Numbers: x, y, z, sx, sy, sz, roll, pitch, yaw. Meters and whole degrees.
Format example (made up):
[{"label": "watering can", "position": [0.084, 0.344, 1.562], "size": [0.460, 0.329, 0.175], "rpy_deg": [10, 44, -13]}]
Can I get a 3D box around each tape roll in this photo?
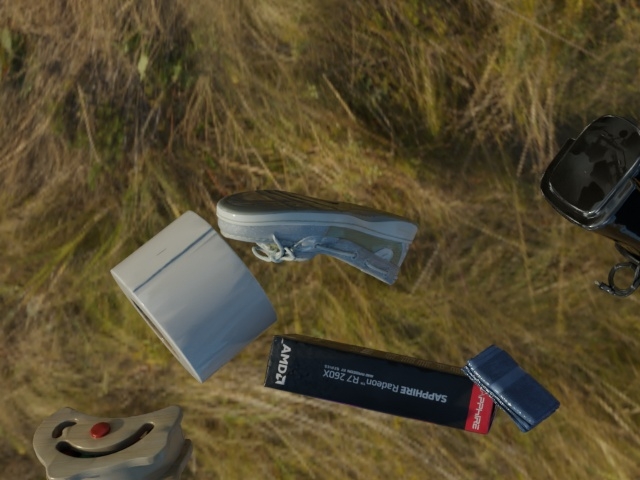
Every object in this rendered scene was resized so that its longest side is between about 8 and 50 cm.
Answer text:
[{"label": "tape roll", "position": [-0.212, 0.094, 1.714], "size": [0.169, 0.246, 0.246], "rpy_deg": [-40, 127, -12]}]

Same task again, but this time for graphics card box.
[{"label": "graphics card box", "position": [0.107, 0.234, 1.710], "size": [0.370, 0.233, 0.094], "rpy_deg": [12, 88, 8]}]

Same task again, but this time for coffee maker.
[{"label": "coffee maker", "position": [0.333, -0.032, 1.126], "size": [0.178, 0.120, 0.171], "rpy_deg": [20, 86, -42]}]

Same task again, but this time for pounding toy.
[{"label": "pounding toy", "position": [-0.312, 0.331, 1.450], "size": [0.269, 0.154, 0.155], "rpy_deg": [-13, 120, -3]}]

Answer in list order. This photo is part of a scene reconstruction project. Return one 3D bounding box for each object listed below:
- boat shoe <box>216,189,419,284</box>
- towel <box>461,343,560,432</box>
[{"label": "boat shoe", "position": [-0.001, -0.001, 1.335], "size": [0.320, 0.118, 0.103], "rpy_deg": [6, 100, -45]}, {"label": "towel", "position": [0.242, 0.186, 1.299], "size": [0.067, 0.119, 0.029], "rpy_deg": [-25, 145, -33]}]
